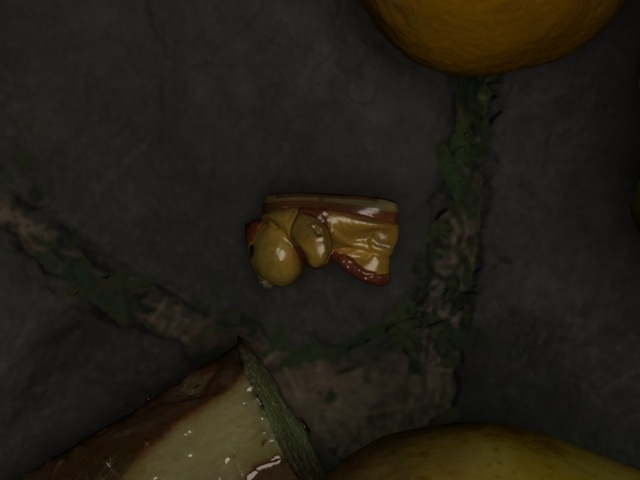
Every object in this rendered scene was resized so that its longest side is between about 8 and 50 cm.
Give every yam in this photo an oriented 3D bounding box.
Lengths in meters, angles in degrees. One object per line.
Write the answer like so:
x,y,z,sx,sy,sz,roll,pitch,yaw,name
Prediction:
-0.118,0.182,1.366,0.238,0.129,0.128,-30,130,-1,yam

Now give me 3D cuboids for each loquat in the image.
0.117,-0.209,1.319,0.208,0.208,0.208,0,93,-4,loquat

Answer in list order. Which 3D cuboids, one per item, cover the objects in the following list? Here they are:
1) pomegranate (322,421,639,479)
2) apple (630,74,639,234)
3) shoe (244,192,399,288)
0.118,0.321,1.256,0.416,0.416,0.416,0,93,-4,pomegranate
0.364,-0.104,1.278,0.374,0.374,0.384,39,113,-5,apple
0.002,0.000,1.385,0.109,0.072,0.069,-2,88,-4,shoe
